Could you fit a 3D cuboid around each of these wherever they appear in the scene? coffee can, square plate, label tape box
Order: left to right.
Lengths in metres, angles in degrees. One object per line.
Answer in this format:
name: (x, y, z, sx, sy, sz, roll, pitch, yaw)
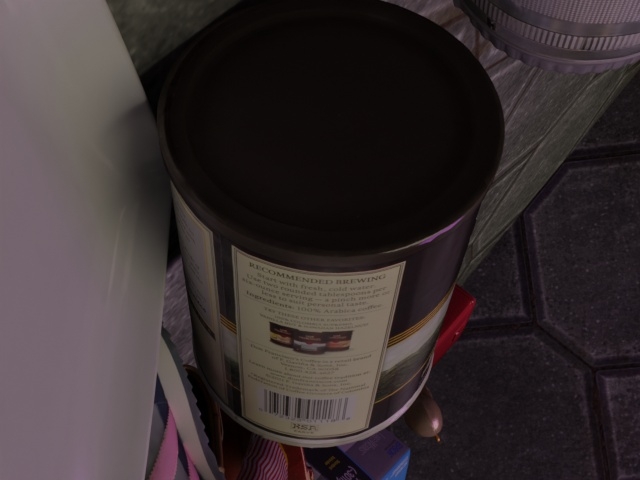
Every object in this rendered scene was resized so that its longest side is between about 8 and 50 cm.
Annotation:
square plate: (-0.133, 0.052, 0.421, 0.347, 0.049, 0.344, 83, 10, -71)
coffee can: (0.000, 0.000, 0.650, 0.201, 0.201, 0.275, -44, 159, -27)
label tape box: (0.031, 0.354, 1.418, 0.106, 0.333, 0.240, -56, 165, 20)

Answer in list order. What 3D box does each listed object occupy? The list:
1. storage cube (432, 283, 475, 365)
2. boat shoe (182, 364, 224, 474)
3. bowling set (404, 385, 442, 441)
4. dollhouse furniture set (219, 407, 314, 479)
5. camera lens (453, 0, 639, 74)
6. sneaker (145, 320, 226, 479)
storage cube: (0.069, 0.122, 1.261, 0.193, 0.183, 0.215, -45, 165, -19)
boat shoe: (-0.143, 0.236, 0.835, 0.324, 0.122, 0.120, -104, -148, -56)
bowling set: (0.015, 0.113, 1.043, 0.199, 0.287, 0.154, -20, -176, -1)
dollhouse furniture set: (-0.078, 0.396, 1.095, 0.201, 0.152, 0.374, -77, 158, -65)
camera lens: (0.186, -0.254, 0.600, 0.219, 0.219, 0.274, -49, 166, -7)
sneaker: (-0.128, 0.201, 0.650, 0.112, 0.319, 0.131, -30, 177, 42)
